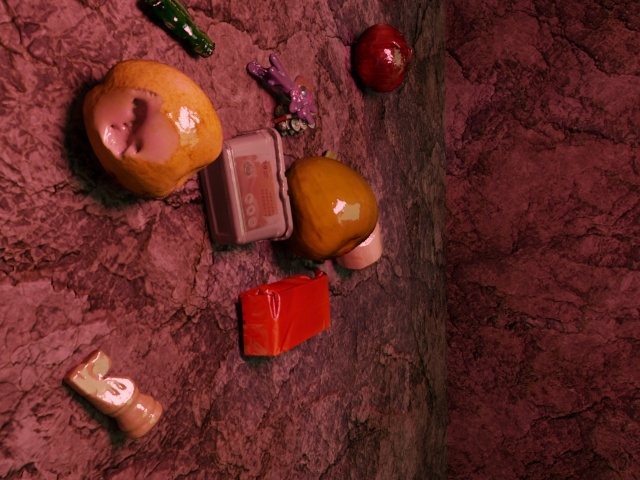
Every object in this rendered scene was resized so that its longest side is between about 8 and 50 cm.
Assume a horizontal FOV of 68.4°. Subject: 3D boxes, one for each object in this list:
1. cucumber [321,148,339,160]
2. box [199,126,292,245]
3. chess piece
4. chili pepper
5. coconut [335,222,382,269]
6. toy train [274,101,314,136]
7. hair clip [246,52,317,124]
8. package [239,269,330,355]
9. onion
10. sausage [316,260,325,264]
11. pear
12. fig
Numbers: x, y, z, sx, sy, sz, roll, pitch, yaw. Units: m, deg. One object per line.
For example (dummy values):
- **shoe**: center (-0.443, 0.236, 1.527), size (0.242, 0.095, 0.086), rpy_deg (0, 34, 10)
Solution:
- **cucumber**: center (0.010, -0.262, 1.746), size (0.070, 0.046, 0.220), rpy_deg (54, 44, -42)
- **box**: center (-0.208, -0.134, 1.262), size (0.182, 0.175, 0.311), rpy_deg (-22, 108, -48)
- **chess piece**: center (-0.423, 0.315, 0.966), size (0.200, 0.090, 0.090), rpy_deg (56, 42, -27)
- **chili pepper**: center (-0.344, -0.533, 1.130), size (0.224, 0.061, 0.098), rpy_deg (34, 46, -51)
- **coconut**: center (0.134, -0.005, 1.800), size (0.202, 0.202, 0.222), rpy_deg (-55, 136, -45)
- **toy train**: center (-0.088, -0.413, 1.562), size (0.176, 0.074, 0.118), rpy_deg (-26, 102, -52)
- **hair clip**: center (-0.095, -0.460, 1.450), size (0.278, 0.090, 0.137), rpy_deg (30, 59, -37)
- **package**: center (-0.089, 0.216, 1.488), size (0.424, 0.123, 0.195), rpy_deg (-11, 101, -58)
- **onion**: center (0.265, -0.763, 1.986), size (0.276, 0.276, 0.276), rpy_deg (2, 87, -60)
- **sausage**: center (0.000, 0.000, 1.717), size (0.040, 0.047, 0.176), rpy_deg (9, 82, -75)
- **pear**: center (-0.338, -0.227, 0.956), size (0.271, 0.271, 0.271), rpy_deg (2, 87, -60)
- **fig**: center (0.009, -0.109, 1.488), size (0.343, 0.343, 0.343), rpy_deg (2, 87, -60)
